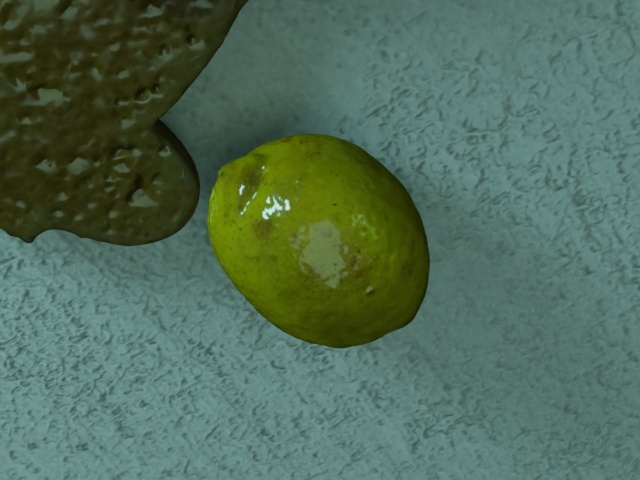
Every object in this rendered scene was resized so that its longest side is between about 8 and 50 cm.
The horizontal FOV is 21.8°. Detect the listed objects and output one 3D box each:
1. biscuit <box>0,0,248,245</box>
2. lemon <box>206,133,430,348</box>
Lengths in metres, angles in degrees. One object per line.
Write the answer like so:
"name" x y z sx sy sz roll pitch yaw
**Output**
"biscuit" -0.215 -0.193 1.305 0.368 0.076 0.394 21 113 -22
"lemon" 0.000 0.000 1.409 0.170 0.170 0.207 -35 121 12
